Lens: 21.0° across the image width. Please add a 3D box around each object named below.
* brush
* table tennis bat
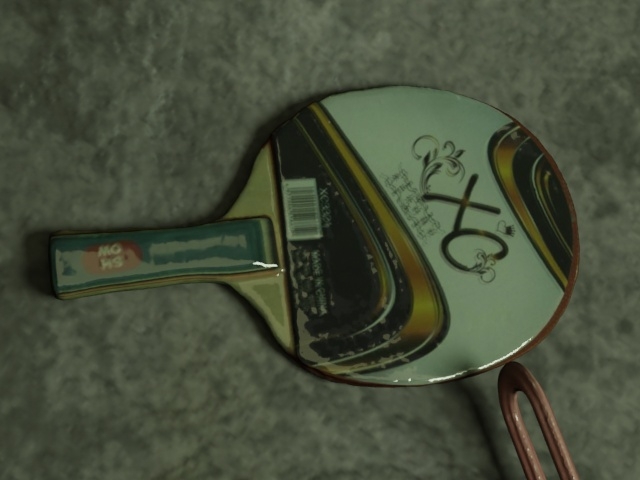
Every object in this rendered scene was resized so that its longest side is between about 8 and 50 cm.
[{"bbox_3d":[0.143,0.173,0.910,0.047,0.103,0.233,-16,80,-15],"label":"brush"},{"bbox_3d":[0.000,0.000,0.964,0.301,0.022,0.173,-4,78,-12],"label":"table tennis bat"}]
